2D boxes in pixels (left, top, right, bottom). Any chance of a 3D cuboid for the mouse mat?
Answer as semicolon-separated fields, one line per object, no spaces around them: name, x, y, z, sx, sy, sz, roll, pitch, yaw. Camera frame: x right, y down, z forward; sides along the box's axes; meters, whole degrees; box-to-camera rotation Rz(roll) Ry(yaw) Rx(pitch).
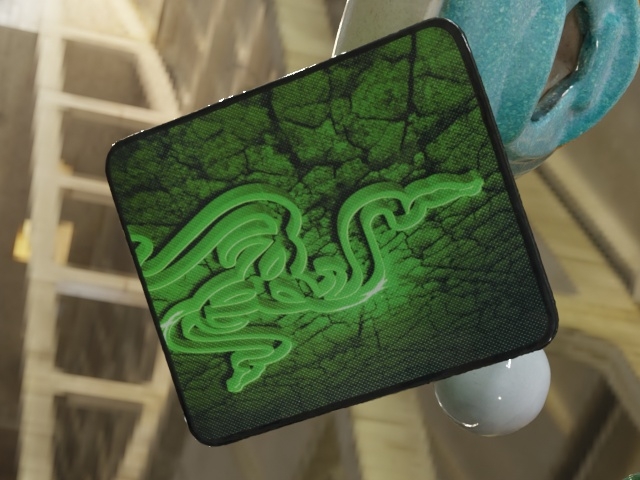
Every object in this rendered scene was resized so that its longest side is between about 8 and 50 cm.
mouse mat;0.000;0.000;0.733;0.007;0.190;0.152;-14;85;-67

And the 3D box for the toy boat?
toy boat;0.097;-0.050;0.901;0.267;0.148;0.318;-25;136;-59

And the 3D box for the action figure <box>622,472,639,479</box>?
action figure;0.280;0.132;1.046;0.232;0.137;0.063;108;-8;-56
